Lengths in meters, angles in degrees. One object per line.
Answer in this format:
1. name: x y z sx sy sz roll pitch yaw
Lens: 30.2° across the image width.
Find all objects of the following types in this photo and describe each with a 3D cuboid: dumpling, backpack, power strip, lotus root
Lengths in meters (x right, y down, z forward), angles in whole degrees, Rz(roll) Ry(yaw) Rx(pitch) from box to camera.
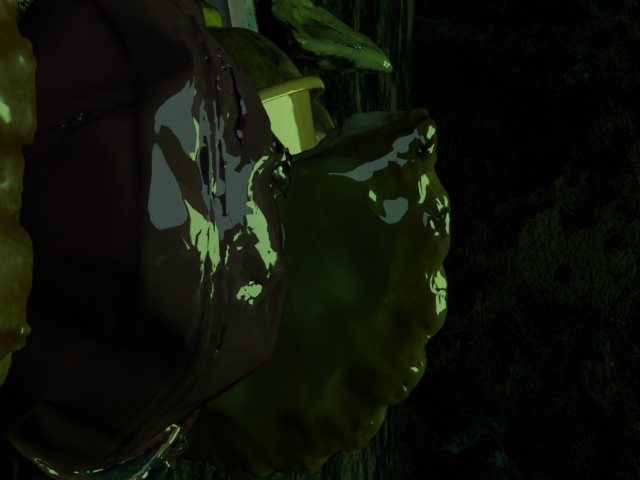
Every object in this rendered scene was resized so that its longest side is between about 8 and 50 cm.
1. dumpling: -0.016 -0.311 1.805 0.086 0.166 0.332 -51 157 16
2. backpack: -0.121 -0.005 0.675 0.317 0.197 0.283 -41 -122 48
3. power strip: -0.102 -0.226 1.500 0.109 0.037 0.279 -73 159 -54
4. lotus root: -0.080 -0.116 1.235 0.141 0.169 0.314 -24 80 -51

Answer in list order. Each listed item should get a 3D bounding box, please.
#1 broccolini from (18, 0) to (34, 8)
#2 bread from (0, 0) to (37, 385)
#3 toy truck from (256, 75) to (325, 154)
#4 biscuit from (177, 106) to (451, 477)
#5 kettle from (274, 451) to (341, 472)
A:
1. broccolini: -0.240 -0.264 0.864 0.052 0.054 0.194 -125 -166 -52
2. bread: -0.254 -0.045 0.388 0.370 0.191 0.314 -27 120 -72
3. toy truck: -0.083 -0.006 1.054 0.204 0.288 0.212 -23 91 -38
4. biscuit: -0.052 0.011 0.885 0.335 0.329 0.078 -47 -176 13
5. kettle: -0.071 0.066 1.319 0.268 0.207 0.290 46 31 -33
